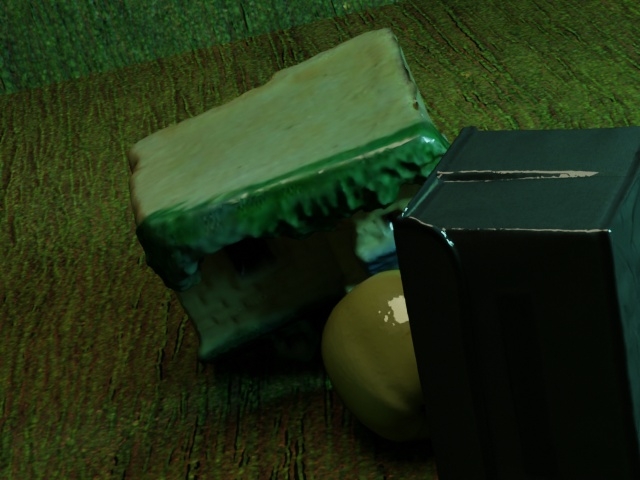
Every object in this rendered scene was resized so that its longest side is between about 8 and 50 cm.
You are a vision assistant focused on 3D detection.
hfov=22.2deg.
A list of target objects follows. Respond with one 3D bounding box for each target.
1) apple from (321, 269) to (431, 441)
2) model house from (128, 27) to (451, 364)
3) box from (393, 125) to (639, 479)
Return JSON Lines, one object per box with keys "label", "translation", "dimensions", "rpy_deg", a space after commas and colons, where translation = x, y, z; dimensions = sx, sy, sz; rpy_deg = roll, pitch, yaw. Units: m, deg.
{"label": "apple", "translation": [0.095, 0.123, 1.779], "dimensions": [0.200, 0.200, 0.200], "rpy_deg": [-12, 22, 5]}
{"label": "model house", "translation": [0.000, 0.000, 1.973], "dimensions": [0.382, 0.343, 0.334], "rpy_deg": [-21, 30, 4]}
{"label": "box", "translation": [0.227, 0.084, 1.588], "dimensions": [0.204, 0.345, 0.251], "rpy_deg": [-2, 24, 24]}
